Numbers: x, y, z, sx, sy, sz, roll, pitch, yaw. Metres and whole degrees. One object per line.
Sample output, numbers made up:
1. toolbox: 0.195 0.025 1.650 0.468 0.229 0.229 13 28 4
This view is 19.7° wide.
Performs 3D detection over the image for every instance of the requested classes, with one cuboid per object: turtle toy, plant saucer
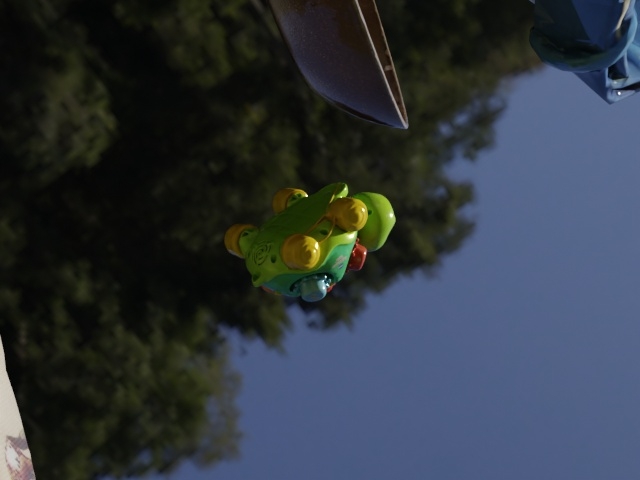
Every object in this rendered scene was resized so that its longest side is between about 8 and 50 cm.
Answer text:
1. turtle toy: 0.000 0.000 1.342 0.130 0.066 0.095 -37 -153 -27
2. plant saucer: -0.021 -0.202 1.012 0.050 0.310 0.310 -19 -142 6

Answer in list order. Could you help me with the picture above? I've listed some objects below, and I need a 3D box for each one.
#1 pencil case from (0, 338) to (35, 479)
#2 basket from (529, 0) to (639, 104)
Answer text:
1. pencil case: -0.252 0.025 0.881 0.160 0.184 0.410 -45 -130 36
2. basket: 0.129 -0.126 0.326 0.201 0.254 0.289 -30 -112 -26
